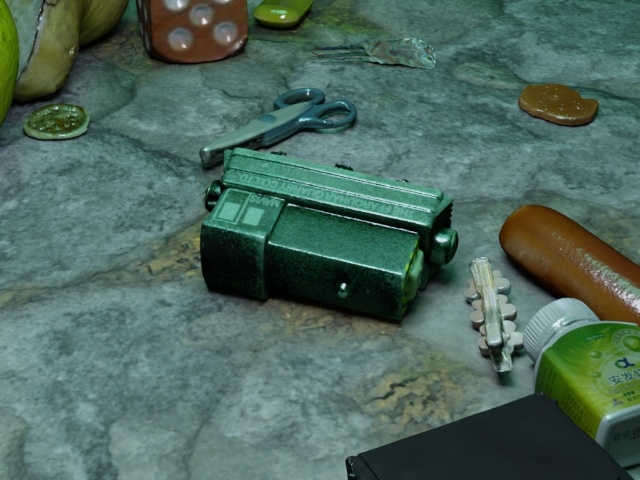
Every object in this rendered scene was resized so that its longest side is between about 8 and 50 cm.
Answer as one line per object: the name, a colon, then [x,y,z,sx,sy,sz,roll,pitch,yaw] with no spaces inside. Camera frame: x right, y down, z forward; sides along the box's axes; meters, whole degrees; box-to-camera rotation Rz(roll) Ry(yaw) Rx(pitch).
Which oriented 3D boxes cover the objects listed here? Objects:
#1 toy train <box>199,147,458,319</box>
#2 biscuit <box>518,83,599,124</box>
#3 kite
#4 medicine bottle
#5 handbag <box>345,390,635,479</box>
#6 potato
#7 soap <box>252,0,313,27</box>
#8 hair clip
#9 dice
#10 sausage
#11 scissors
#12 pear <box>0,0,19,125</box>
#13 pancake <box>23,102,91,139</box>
toy train: [0.000,0.000,1.467,0.330,0.138,0.178,13,45,13]
biscuit: [0.377,-0.217,1.883,0.130,0.019,0.102,29,44,34]
kite: [0.087,-0.328,2.046,0.229,0.016,0.127,1,31,-5]
medicine bottle: [0.304,0.151,1.283,0.132,0.088,0.188,-13,37,-19]
handbag: [0.173,0.256,1.142,0.247,0.080,0.223,-15,30,-19]
potato: [-0.423,-0.405,1.964,0.296,0.290,0.397,6,43,-46]
soap: [-0.067,-0.422,2.149,0.089,0.045,0.140,13,35,12]
hair clip: [0.207,0.090,1.407,0.062,0.056,0.214,-13,25,8]
dice: [-0.224,-0.413,2.021,0.179,0.175,0.174,-11,36,-11]
sausage: [0.336,0.046,1.441,0.089,0.083,0.300,-12,36,-39]
scissors: [-0.073,-0.171,1.784,0.138,0.041,0.289,27,38,35]
pear: [-0.594,-0.236,1.589,0.391,0.391,0.391,1,34,-1]
pancake: [-0.404,-0.183,1.815,0.108,0.017,0.108,4,36,-3]
